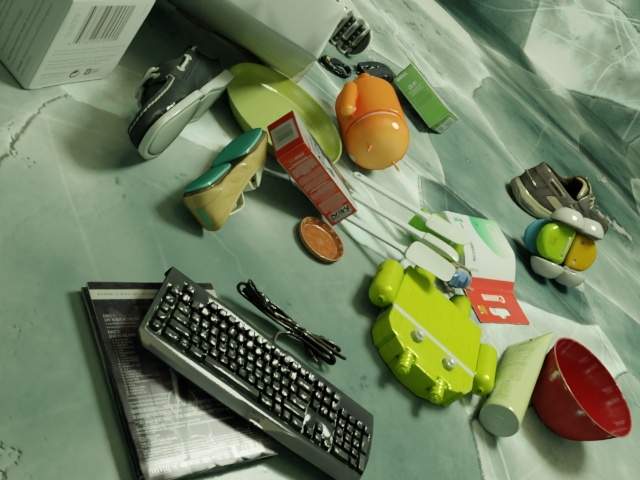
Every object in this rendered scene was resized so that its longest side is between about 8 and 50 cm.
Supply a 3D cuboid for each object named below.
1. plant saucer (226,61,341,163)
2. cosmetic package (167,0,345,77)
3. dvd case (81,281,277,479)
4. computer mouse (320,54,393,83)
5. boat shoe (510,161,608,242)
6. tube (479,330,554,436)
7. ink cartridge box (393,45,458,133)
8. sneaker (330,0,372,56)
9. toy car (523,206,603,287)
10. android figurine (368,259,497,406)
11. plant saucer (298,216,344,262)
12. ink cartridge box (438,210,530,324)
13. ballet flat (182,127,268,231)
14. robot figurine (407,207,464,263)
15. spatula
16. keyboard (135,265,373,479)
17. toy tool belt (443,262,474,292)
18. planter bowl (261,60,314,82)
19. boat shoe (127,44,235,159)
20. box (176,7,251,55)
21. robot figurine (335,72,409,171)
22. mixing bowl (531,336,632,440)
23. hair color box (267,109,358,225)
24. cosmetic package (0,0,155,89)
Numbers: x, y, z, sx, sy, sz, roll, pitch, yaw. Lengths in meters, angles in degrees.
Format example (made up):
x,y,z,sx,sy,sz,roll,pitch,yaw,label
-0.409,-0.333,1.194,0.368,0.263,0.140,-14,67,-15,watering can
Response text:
x,y,z,sx,sy,sz,roll,pitch,yaw,label
-0.068,-0.210,1.161,0.241,0.037,0.241,28,36,-23,plant saucer
-0.166,-0.406,1.061,0.377,0.097,0.284,30,0,-13,cosmetic package
-0.149,0.140,0.710,0.164,0.018,0.221,4,51,-46,dvd case
0.092,-0.399,1.538,0.242,0.041,0.071,-5,58,-49,computer mouse
0.653,-0.096,1.742,0.355,0.130,0.132,21,40,-33,boat shoe
0.319,0.220,1.081,0.070,0.062,0.240,17,30,20,tube
0.240,-0.362,1.620,0.209,0.062,0.109,56,19,14,ink cartridge box
0.017,-0.565,1.591,0.292,0.110,0.118,50,25,-7,sneaker
0.535,0.008,1.513,0.182,0.159,0.136,19,7,-34,toy car
0.170,0.141,1.029,0.248,0.056,0.273,43,31,-4,android figurine
0.000,0.000,1.030,0.083,0.013,0.083,28,38,-24,plant saucer
0.325,0.052,1.296,0.181,0.056,0.225,8,46,-43,ink cartridge box
-0.126,-0.087,0.952,0.073,0.080,0.232,65,29,-22,ballet flat
0.212,-0.005,1.215,0.115,0.067,0.101,43,19,2,robot figurine
0.133,-0.030,1.131,0.242,0.019,0.168,32,41,9,spatula
-0.055,0.136,0.784,0.317,0.033,0.201,40,29,-18,keyboard
0.235,0.067,1.181,0.083,0.052,0.051,13,36,-39,toy tool belt
-0.057,-0.402,1.293,0.162,0.109,0.162,38,33,-30,planter bowl
-0.211,-0.203,0.940,0.091,0.114,0.302,40,22,-10,boat shoe
-0.195,-0.458,1.305,0.164,0.021,0.201,27,37,-27,box
0.096,-0.225,1.277,0.128,0.158,0.219,-9,50,-4,robot figurine
0.423,0.266,1.127,0.181,0.098,0.181,28,37,-24,mixing bowl
-0.011,-0.110,1.036,0.167,0.053,0.093,50,14,-42,hair color box
-0.351,-0.320,0.865,0.184,0.151,0.151,49,33,5,cosmetic package
